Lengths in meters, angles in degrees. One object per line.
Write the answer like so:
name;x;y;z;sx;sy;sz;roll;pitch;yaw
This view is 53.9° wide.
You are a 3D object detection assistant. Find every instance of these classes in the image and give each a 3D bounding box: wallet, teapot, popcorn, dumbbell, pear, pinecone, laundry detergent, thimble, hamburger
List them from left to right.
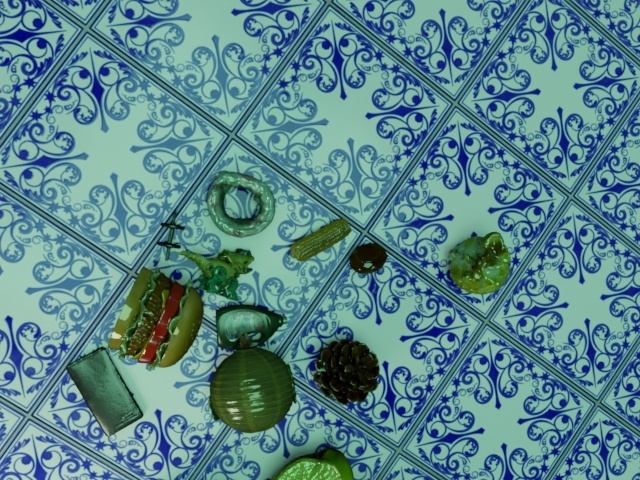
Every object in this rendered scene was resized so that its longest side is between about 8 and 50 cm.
wallet;-0.626;0.440;1.827;0.124;0.025;0.244;-28;98;-7
hamburger;-0.436;0.220;1.728;0.212;0.274;0.274;23;89;-10
dumbbell;-0.432;-0.014;1.817;0.069;0.069;0.147;11;91;-11
thimble;-0.233;-0.110;1.810;0.185;0.149;0.211;-37;98;-4
laundry detergent;-0.204;0.257;1.878;0.211;0.063;0.137;-2;95;-12
pear;-0.036;0.734;1.887;0.238;0.164;0.255;21;81;8
pinecone;0.084;0.385;1.871;0.208;0.208;0.207;-1;93;-10
teapot;0.150;0.059;1.929;0.129;0.078;0.098;-28;57;-20
popcorn;0.491;0.061;1.923;0.198;0.212;0.197;5;59;-8

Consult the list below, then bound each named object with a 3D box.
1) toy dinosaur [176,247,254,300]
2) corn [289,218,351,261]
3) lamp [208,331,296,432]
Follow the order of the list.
toy dinosaur;-0.305;0.087;1.806;0.259;0.094;0.153;11;88;-41
corn;0.000;0.000;1.898;0.207;0.068;0.068;-28;97;-10
lamp;-0.201;0.400;1.792;0.250;0.250;0.284;-10;91;-10
